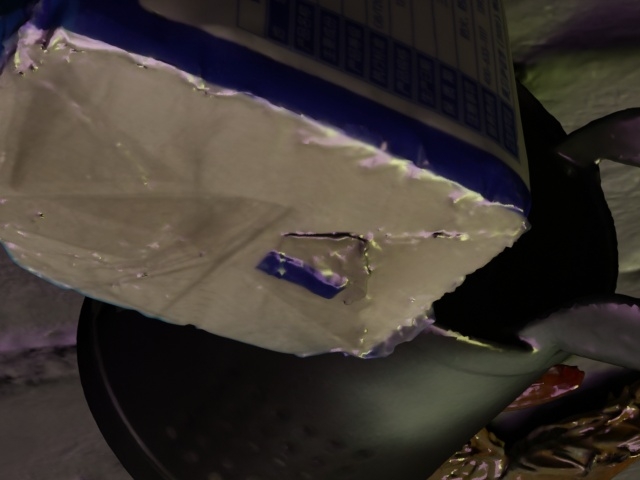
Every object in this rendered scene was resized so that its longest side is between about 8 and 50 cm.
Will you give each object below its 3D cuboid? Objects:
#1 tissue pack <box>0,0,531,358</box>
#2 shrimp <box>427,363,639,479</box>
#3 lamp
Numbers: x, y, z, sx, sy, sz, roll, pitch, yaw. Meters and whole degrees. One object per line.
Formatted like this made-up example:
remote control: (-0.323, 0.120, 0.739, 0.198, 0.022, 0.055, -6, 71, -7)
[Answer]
tissue pack: (-0.038, -0.102, 0.706, 0.209, 0.270, 0.137, 18, 134, -22)
shrimp: (0.140, 0.120, 1.149, 0.236, 0.053, 0.133, -29, 113, 32)
lamp: (0.015, 0.034, 0.910, 0.374, 0.205, 0.272, 18, 132, 1)
